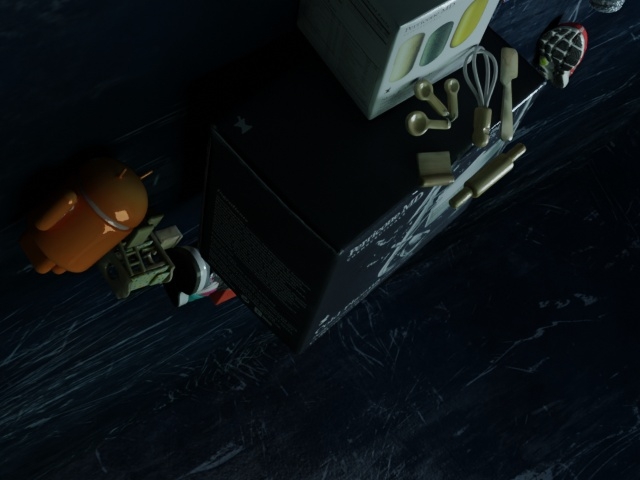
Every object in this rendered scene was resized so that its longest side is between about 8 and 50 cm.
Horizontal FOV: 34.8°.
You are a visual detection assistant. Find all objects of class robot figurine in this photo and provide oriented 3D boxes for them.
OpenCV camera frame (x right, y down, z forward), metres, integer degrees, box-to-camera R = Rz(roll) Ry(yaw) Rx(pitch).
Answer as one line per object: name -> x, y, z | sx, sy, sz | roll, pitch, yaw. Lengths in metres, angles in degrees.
robot figurine -> -0.349, -0.040, 1.537 | 0.219, 0.128, 0.158 | -39, 127, 15

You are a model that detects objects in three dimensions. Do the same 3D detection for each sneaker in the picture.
sneaker -> 0.589, -0.469, 2.446 | 0.118, 0.107, 0.279 | -52, 172, -7
sneaker -> -0.223, 0.051, 2.130 | 0.179, 0.123, 0.295 | -26, 175, -20

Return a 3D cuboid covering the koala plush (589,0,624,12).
koala plush -> 0.613, -0.555, 2.014 | 0.196, 0.203, 0.221 | -10, -175, 11

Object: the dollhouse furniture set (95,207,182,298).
dollhouse furniture set -> -0.294, 0.011, 1.892 | 0.182, 0.101, 0.161 | -21, 161, -46

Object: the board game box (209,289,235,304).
board game box -> -0.121, 0.013, 2.401 | 0.242, 0.064, 0.316 | -25, 163, -36

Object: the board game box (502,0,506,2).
board game box -> 0.418, -0.530, 1.869 | 0.194, 0.045, 0.146 | -30, 165, -21

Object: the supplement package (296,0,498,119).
supplement package -> 0.109, -0.344, 1.433 | 0.199, 0.198, 0.262 | -32, 166, -16

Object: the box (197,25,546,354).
box -> 0.062, -0.118, 1.746 | 0.480, 0.297, 0.471 | -40, 166, -22

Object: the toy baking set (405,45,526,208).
toy baking set -> 0.230, -0.174, 1.509 | 0.256, 0.196, 0.030 | -34, -160, -25
